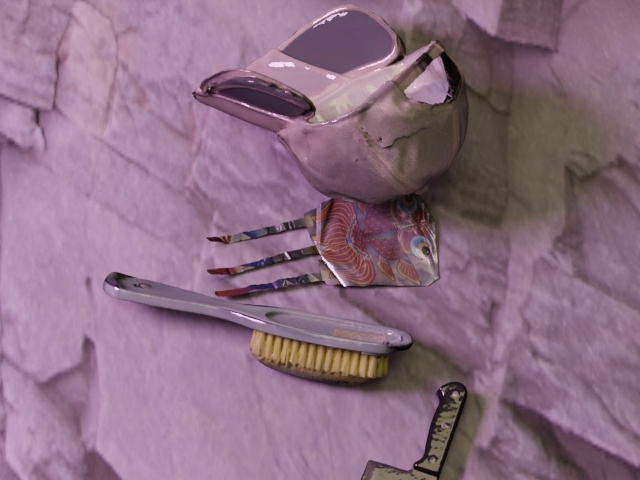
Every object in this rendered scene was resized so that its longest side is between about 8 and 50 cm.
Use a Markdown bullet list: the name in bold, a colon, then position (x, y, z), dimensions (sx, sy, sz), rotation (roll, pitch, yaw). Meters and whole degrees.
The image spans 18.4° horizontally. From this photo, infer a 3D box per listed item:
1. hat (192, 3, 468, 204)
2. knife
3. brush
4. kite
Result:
- **hat**: position (0.009, -0.123, 1.893), dimensions (0.275, 0.161, 0.232), rotation (13, 24, 26)
- **knife**: position (0.068, 0.234, 1.803), dimensions (0.072, 0.019, 0.245), rotation (19, 68, 8)
- **brush**: position (-0.063, 0.088, 1.849), dimensions (0.297, 0.068, 0.060), rotation (12, 105, 6)
- **kite**: position (0.000, 0.001, 1.912), dimensions (0.229, 0.016, 0.127), rotation (-9, 63, -9)
